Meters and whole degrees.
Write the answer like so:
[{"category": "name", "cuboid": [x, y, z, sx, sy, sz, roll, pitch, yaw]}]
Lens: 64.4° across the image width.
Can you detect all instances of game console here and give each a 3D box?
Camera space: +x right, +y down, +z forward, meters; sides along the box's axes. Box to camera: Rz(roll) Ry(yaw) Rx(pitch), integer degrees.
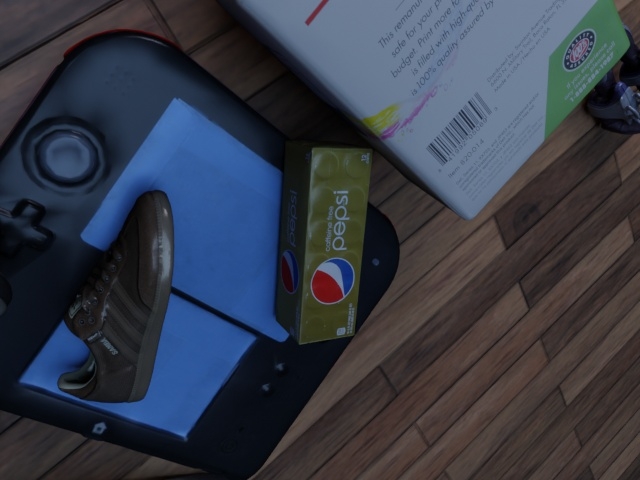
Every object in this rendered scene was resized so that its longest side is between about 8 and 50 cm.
[{"category": "game console", "cuboid": [-0.124, 0.045, 0.485, 0.387, 0.060, 0.341, 35, 86, -31]}]

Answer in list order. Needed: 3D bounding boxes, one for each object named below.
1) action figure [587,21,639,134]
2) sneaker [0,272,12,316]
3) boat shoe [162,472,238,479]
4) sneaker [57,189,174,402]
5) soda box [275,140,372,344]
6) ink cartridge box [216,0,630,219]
[{"category": "action figure", "cuboid": [0.355, -0.252, 0.644, 0.285, 0.099, 0.185, 27, 95, -29]}, {"category": "sneaker", "cuboid": [-0.262, -0.056, 0.330, 0.227, 0.087, 0.130, 53, 48, -16]}, {"category": "boat shoe", "cuboid": [-0.200, 0.296, 0.499, 0.268, 0.096, 0.088, 9, 95, -39]}, {"category": "sneaker", "cuboid": [-0.163, 0.049, 0.403, 0.071, 0.066, 0.188, 6, 106, -27]}, {"category": "soda box", "cuboid": [0.000, 0.000, 0.474, 0.062, 0.058, 0.181, -4, 107, -27]}, {"category": "ink cartridge box", "cuboid": [0.061, -0.192, 0.376, 0.207, 0.119, 0.354, -49, 129, 8]}]
